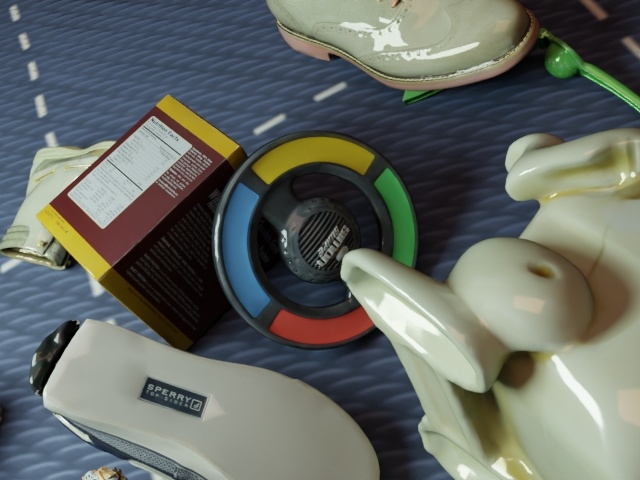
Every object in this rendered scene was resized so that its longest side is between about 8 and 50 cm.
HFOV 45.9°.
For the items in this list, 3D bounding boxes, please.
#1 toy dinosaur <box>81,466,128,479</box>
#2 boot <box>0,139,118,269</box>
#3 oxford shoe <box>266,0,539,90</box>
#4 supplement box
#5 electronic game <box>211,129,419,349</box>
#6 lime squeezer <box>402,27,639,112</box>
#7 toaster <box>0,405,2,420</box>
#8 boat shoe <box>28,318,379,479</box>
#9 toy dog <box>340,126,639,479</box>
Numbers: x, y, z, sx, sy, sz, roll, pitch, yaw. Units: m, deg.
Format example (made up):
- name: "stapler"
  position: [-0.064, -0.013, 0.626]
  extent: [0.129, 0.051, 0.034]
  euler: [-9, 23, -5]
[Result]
- name: "toy dinosaur"
  position: [-0.114, 0.339, 0.599]
  extent: [0.164, 0.218, 0.321]
  euler: [-17, 57, 7]
- name: "boot"
  position: [-0.307, -0.043, 0.975]
  extent: [0.213, 0.077, 0.165]
  euler: [1, 60, 24]
- name: "oxford shoe"
  position: [0.070, -0.289, 0.929]
  extent: [0.397, 0.146, 0.140]
  euler: [18, 71, 35]
- name: "supplement box"
  position: [-0.160, -0.014, 0.839]
  extent: [0.194, 0.191, 0.129]
  euler: [-45, 57, -11]
- name: "electronic game"
  position: [0.000, 0.000, 0.785]
  extent: [0.229, 0.229, 0.048]
  euler: [-50, 18, -14]
- name: "lime squeezer"
  position: [0.257, -0.202, 0.897]
  extent: [0.311, 0.059, 0.109]
  euler: [12, 64, 23]
- name: "toaster"
  position: [-0.478, 0.223, 0.851]
  extent: [0.168, 0.110, 0.185]
  euler: [5, 63, 20]
- name: "boat shoe"
  position: [-0.114, 0.188, 0.761]
  extent: [0.341, 0.158, 0.127]
  euler: [26, 63, -1]
- name: "toy dog"
  position: [0.282, 0.025, 0.597]
  extent: [0.408, 0.284, 0.395]
  euler: [-38, 24, -18]
